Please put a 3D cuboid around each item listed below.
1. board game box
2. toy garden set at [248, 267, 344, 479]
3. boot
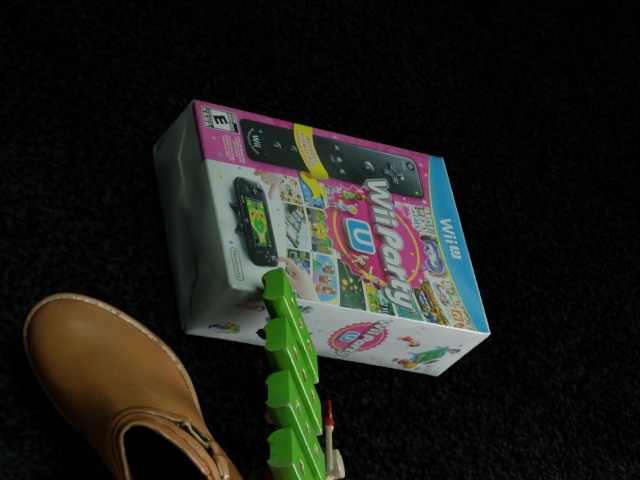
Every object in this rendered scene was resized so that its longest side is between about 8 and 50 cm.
[{"bbox_3d":[0.000,0.000,1.654,0.303,0.097,0.224,12,51,-34],"label":"board game box"},{"bbox_3d":[-0.022,0.179,1.457,0.244,0.049,0.203,-94,167,-52],"label":"toy garden set"},{"bbox_3d":[-0.149,0.152,1.314,0.283,0.109,0.220,56,-1,6],"label":"boot"}]
